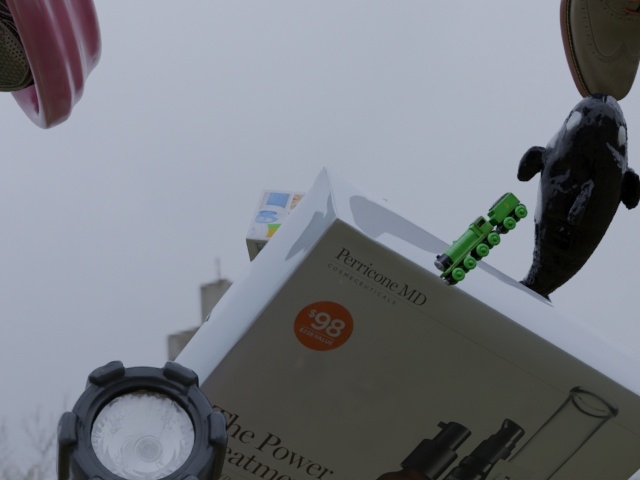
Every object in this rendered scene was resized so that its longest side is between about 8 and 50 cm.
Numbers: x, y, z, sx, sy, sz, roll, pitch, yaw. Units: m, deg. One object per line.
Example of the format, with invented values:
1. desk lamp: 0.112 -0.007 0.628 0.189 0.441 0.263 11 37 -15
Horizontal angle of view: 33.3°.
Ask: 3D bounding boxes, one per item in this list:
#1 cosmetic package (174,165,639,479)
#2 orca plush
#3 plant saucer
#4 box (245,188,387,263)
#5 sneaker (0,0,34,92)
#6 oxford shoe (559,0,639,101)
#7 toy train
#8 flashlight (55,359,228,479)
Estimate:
1. cosmetic package: 0.076 0.148 0.924 0.377 0.097 0.284 29 -68 -21
2. orca plush: 0.293 -0.037 1.313 0.287 0.151 0.102 -58 -8 21
3. plant saucer: -0.302 -0.272 1.031 0.084 0.332 0.332 -26 -20 -18
4. box: 0.000 0.000 1.667 0.203 0.114 0.103 5 -41 12
5. sneaker: -0.417 -0.204 0.967 0.344 0.146 0.134 16 -56 -15
6. oxford shoe: 0.411 -0.348 1.448 0.123 0.348 0.130 -10 20 -23
7. toy train: 0.109 -0.002 0.731 0.083 0.023 0.017 -42 -2 -20
8. flashlight: -0.130 0.195 0.741 0.103 0.103 0.304 22 -36 5
